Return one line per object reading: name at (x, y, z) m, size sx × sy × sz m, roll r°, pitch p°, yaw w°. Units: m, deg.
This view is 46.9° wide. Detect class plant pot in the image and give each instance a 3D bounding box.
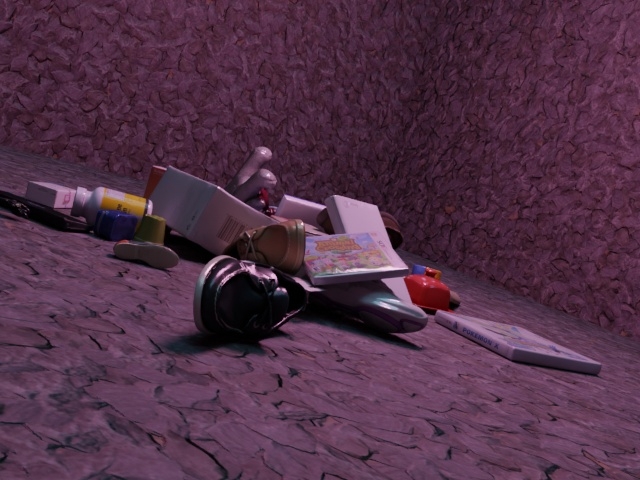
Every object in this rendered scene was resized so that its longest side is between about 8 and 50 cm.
plant pot at (-0.405, -0.020, 1.764) m, size 0.083 × 0.079 × 0.083 m, roll 16°, pitch 5°, yaw -1°

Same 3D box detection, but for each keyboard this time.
keyboard at (-0.698, -0.079, 1.723) m, size 0.317 × 0.033 × 0.201 m, roll 18°, pitch -1°, yaw 25°

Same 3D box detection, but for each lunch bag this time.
lunch bag at (-0.487, -0.038, 1.752) m, size 0.065 × 0.067 × 0.098 m, roll 19°, pitch 4°, yaw 23°

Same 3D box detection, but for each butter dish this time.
butter dish at (0.307, 0.140, 2.153) m, size 0.160 × 0.118 × 0.160 m, roll 15°, pitch 5°, yaw -29°

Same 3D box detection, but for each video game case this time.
video game case at (0.061, 0.035, 1.617) m, size 0.213 × 0.023 × 0.193 m, roll -5°, pitch 27°, yaw -15°
video game case at (0.511, 0.264, 1.927) m, size 0.329 × 0.036 × 0.300 m, roll 13°, pitch 6°, yaw -32°

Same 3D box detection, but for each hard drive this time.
hard drive at (0.123, 0.045, 1.804) m, size 0.040 × 0.307 × 0.203 m, roll -29°, pitch -23°, yaw 30°
hard drive at (0.000, 0.000, 2.156) m, size 0.319 × 0.210 × 0.040 m, roll 15°, pitch 25°, yaw -25°

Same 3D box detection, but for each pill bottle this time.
pill bottle at (-0.520, -0.074, 1.838) m, size 0.184 × 0.103 × 0.103 m, roll 15°, pitch 5°, yaw -19°

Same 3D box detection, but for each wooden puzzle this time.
wooden puzzle at (0.289, 0.113, 2.416) m, size 0.348 × 0.080 × 0.322 m, roll 19°, pitch -2°, yaw 17°

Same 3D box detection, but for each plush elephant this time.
plush elephant at (-0.193, -0.087, 2.383) m, size 0.255 × 0.330 × 0.272 m, roll 39°, pitch 10°, yaw -23°

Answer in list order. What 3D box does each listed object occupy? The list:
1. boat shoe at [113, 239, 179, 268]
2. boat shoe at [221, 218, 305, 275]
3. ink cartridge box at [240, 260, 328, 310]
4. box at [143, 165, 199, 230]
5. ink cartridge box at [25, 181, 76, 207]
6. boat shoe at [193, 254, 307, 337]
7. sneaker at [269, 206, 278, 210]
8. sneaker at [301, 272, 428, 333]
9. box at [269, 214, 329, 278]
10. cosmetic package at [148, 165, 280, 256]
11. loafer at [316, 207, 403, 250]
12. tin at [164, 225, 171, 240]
boat shoe at (-0.368, 0.028, 1.562) m, size 0.137 × 0.049 × 0.043 m, roll 11°, pitch 4°, yaw -16°
boat shoe at (-0.132, 0.029, 1.661) m, size 0.110 × 0.121 × 0.341 m, roll 5°, pitch -16°, yaw -24°
ink cartridge box at (-0.097, 0.100, 1.531) m, size 0.198 × 0.067 × 0.115 m, roll 17°, pitch 5°, yaw 21°
box at (-0.461, -0.128, 2.242) m, size 0.130 × 0.170 × 0.091 m, roll 17°, pitch 5°, yaw 5°
ink cartridge box at (-0.723, -0.123, 1.995) m, size 0.089 × 0.052 × 0.122 m, roll 17°, pitch 4°, yaw 9°
boat shoe at (-0.101, 0.098, 1.207) m, size 0.113 × 0.127 × 0.340 m, roll 6°, pitch -7°, yaw 14°
sneaker at (-0.064, -0.027, 2.762) m, size 0.319 × 0.127 × 0.208 m, roll 30°, pitch 13°, yaw 27°
sneaker at (0.102, 0.102, 1.617) m, size 0.305 × 0.152 × 0.114 m, roll 20°, pitch -27°, yaw 23°
box at (-0.068, 0.032, 1.914) m, size 0.127 × 0.148 × 0.232 m, roll 15°, pitch 5°, yaw -18°
cosmetic package at (-0.299, -0.065, 1.968) m, size 0.217 × 0.156 × 0.385 m, roll 31°, pitch -2°, yaw -33°
loafer at (0.121, -0.004, 2.023) m, size 0.366 × 0.134 × 0.130 m, roll 13°, pitch 43°, yaw -54°
tin at (-0.477, -0.040, 2.004) m, size 0.106 × 0.040 × 0.190 m, roll 18°, pitch 4°, yaw -37°
